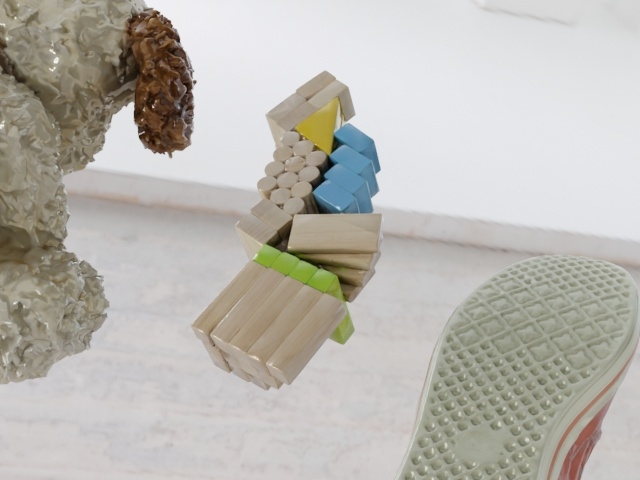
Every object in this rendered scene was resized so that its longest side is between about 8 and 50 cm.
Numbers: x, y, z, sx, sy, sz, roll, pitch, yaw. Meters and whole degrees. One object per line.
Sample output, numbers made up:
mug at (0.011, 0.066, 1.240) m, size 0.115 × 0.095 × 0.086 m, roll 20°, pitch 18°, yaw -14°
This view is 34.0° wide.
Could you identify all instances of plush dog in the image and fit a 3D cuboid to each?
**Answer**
plush dog at (-0.197, -0.084, 0.599) m, size 0.262 × 0.210 × 0.225 m, roll 28°, pitch 60°, yaw 31°

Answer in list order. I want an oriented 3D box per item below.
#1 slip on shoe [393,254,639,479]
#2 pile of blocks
slip on shoe at (0.121, 0.127, 0.666) m, size 0.123 × 0.101 × 0.331 m, roll 11°, pitch 45°, yaw 24°
pile of blocks at (0.000, 0.000, 1.000) m, size 0.149 × 0.112 × 0.362 m, roll 2°, pitch 52°, yaw 17°
